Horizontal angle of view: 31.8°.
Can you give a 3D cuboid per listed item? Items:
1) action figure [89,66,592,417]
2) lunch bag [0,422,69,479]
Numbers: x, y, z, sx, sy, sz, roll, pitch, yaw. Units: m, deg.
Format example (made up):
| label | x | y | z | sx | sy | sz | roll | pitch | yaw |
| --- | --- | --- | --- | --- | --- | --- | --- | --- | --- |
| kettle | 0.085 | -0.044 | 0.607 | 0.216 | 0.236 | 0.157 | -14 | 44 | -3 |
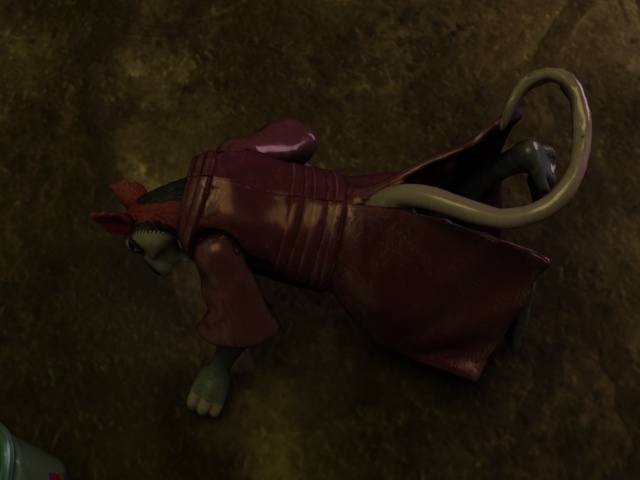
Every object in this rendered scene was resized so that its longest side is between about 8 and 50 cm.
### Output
| label | x | y | z | sx | sy | sz | roll | pitch | yaw |
| --- | --- | --- | --- | --- | --- | --- | --- | --- | --- |
| action figure | 0.000 | 0.000 | 0.902 | 0.370 | 0.275 | 0.248 | 8 | 65 | -7 |
| lunch bag | -0.332 | 0.241 | 0.833 | 0.279 | 0.108 | 0.224 | -1 | 59 | 23 |
